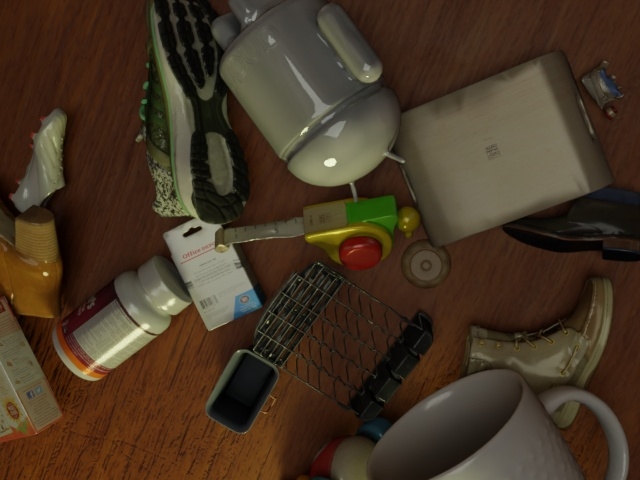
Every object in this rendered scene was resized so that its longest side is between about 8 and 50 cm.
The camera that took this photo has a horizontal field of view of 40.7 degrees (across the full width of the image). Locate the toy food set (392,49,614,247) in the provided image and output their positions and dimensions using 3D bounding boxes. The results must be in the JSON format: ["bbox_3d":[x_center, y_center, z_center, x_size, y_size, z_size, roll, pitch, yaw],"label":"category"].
[{"bbox_3d":[0.275,-0.139,1.361,0.306,0.092,0.220,-21,91,17],"label":"toy food set"}]

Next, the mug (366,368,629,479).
[{"bbox_3d":[0.306,0.376,1.294,0.374,0.276,0.328,-36,99,-15],"label":"mug"}]

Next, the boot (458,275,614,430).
[{"bbox_3d":[0.342,0.159,1.391,0.203,0.095,0.262,17,106,5],"label":"boot"}]

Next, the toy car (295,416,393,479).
[{"bbox_3d":[0.005,0.430,1.441,0.238,0.219,0.210,-14,103,38],"label":"toy car"}]

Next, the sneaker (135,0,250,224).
[{"bbox_3d":[-0.245,-0.216,1.382,0.182,0.158,0.410,-11,84,36],"label":"sneaker"}]

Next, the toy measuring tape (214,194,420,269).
[{"bbox_3d":[0.000,0.000,1.395,0.330,0.121,0.121,-10,97,8],"label":"toy measuring tape"}]

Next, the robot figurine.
[{"bbox_3d":[-0.015,-0.228,1.311,0.199,0.300,0.353,-35,86,-32],"label":"robot figurine"}]

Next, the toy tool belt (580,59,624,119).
[{"bbox_3d":[0.447,-0.234,1.341,0.051,0.052,0.083,-37,93,19],"label":"toy tool belt"}]

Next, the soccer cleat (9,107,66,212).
[{"bbox_3d":[-0.457,-0.129,1.455,0.076,0.068,0.196,27,108,0],"label":"soccer cleat"}]

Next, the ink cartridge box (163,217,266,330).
[{"bbox_3d":[-0.176,0.046,1.448,0.104,0.060,0.180,-24,95,8],"label":"ink cartridge box"}]

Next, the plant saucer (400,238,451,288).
[{"bbox_3d":[0.175,0.040,1.431,0.083,0.015,0.083,1,98,6],"label":"plant saucer"}]

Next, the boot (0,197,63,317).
[{"bbox_3d":[-0.566,0.013,1.465,0.295,0.104,0.211,21,123,16],"label":"boot"}]

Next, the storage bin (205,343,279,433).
[{"bbox_3d":[-0.118,0.243,1.456,0.098,0.091,0.135,29,101,2],"label":"storage bin"}]

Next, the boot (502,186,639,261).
[{"bbox_3d":[0.407,-0.036,1.378,0.219,0.082,0.106,11,75,13],"label":"boot"}]

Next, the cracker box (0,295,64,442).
[{"bbox_3d":[-0.551,0.225,1.482,0.155,0.067,0.232,-20,98,41],"label":"cracker box"}]

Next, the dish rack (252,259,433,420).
[{"bbox_3d":[0.034,0.158,1.403,0.271,0.074,0.208,33,100,-15],"label":"dish rack"}]

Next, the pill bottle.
[{"bbox_3d":[-0.329,0.127,1.448,0.221,0.121,0.121,-37,93,10],"label":"pill bottle"}]
